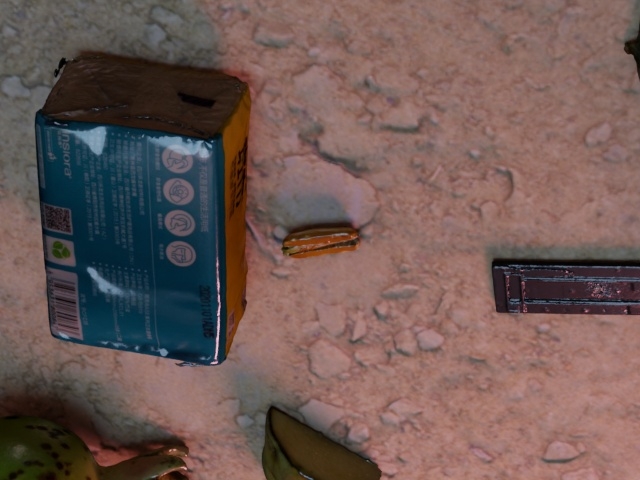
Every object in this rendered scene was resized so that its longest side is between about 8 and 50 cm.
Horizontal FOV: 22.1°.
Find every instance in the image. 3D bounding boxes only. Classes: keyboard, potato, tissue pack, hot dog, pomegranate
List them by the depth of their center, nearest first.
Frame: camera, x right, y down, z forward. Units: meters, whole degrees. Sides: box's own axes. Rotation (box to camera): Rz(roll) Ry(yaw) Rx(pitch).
[{"bbox_3d":[-0.168,-0.030,1.602,0.192,0.134,0.271,9,125,8],"label":"tissue pack"},{"bbox_3d":[0.272,0.047,1.613,0.204,0.013,0.061,0,124,14],"label":"keyboard"},{"bbox_3d":[0.000,0.000,1.649,0.083,0.021,0.037,-5,143,15],"label":"hot dog"},{"bbox_3d":[-0.025,0.275,1.805,0.149,0.081,0.120,31,123,-7],"label":"potato"},{"bbox_3d":[-0.296,0.320,1.835,0.286,0.231,0.231,12,126,-7],"label":"pomegranate"}]

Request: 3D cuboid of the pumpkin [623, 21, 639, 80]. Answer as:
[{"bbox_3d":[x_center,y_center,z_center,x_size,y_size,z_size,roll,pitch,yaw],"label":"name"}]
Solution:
[{"bbox_3d":[0.373,-0.106,1.427,0.163,0.111,0.278,-25,115,33],"label":"pumpkin"}]
